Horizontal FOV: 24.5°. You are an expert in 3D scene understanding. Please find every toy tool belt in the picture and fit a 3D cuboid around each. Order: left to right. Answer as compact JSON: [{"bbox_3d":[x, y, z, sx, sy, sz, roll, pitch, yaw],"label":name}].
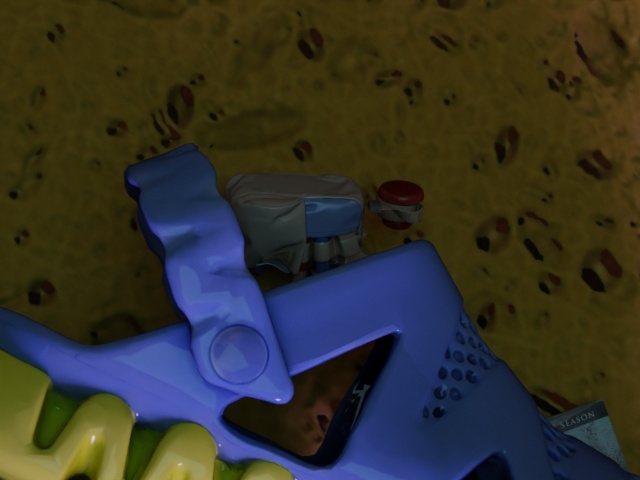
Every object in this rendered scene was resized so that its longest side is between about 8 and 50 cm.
[{"bbox_3d":[0.000,0.000,0.618,0.083,0.052,0.051,1,115,-7],"label":"toy tool belt"}]

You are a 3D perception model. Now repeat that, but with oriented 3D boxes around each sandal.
[{"bbox_3d":[0.021,0.061,0.551,0.317,0.126,0.138,20,81,-11],"label":"sandal"}]

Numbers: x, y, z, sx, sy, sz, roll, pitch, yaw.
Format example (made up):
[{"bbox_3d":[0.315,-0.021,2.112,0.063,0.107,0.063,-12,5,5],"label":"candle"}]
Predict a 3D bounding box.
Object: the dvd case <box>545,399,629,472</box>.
[{"bbox_3d":[0.101,0.138,0.629,0.087,0.013,0.119,-17,84,-13],"label":"dvd case"}]
